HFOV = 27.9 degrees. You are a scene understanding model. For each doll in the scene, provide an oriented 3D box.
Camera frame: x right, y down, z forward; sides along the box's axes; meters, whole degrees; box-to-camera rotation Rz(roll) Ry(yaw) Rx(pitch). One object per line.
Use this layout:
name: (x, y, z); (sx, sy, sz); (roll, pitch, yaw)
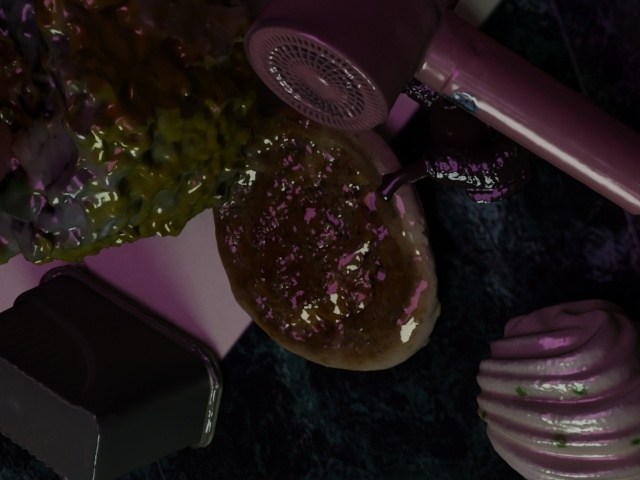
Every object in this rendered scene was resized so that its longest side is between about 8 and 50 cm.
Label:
doll: (0.118, -0.096, 1.072); (0.165, 0.057, 0.139); (-9, 76, 18)

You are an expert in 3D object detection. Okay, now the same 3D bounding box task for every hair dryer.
hair dryer: (0.141, -0.139, 0.999); (0.352, 0.210, 0.125); (33, 159, -3)

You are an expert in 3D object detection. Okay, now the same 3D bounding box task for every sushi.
sushi: (-0.241, -0.177, 1.212); (0.351, 0.240, 0.396); (-40, 71, 39)

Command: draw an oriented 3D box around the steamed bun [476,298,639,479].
steamed bun: (0.207, 0.136, 1.055); (0.183, 0.106, 0.183); (13, 113, 34)

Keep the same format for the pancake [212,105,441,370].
pancake: (0.001, -0.001, 1.216); (0.282, 0.049, 0.282); (14, 112, 38)

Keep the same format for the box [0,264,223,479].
box: (-0.261, 0.145, 1.387); (0.274, 0.178, 0.138); (25, 119, 30)
